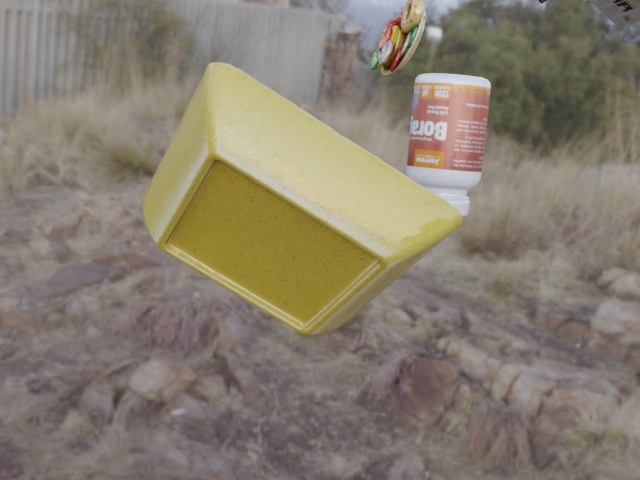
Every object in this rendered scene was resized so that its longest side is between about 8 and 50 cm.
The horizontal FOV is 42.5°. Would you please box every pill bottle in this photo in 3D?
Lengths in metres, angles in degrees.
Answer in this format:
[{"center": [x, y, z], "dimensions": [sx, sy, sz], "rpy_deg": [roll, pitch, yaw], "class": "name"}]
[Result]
[{"center": [0.200, -0.151, 1.311], "dimensions": [0.121, 0.216, 0.121], "rpy_deg": [5, 6, -1], "class": "pill bottle"}]

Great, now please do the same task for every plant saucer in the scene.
[{"center": [-0.053, -0.011, 1.003], "dimensions": [0.333, 0.333, 0.081], "rpy_deg": [31, 53, -8], "class": "plant saucer"}]

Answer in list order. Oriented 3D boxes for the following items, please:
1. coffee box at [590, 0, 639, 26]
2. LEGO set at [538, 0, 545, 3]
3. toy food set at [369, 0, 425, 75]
[{"center": [0.648, -0.511, 1.540], "dimensions": [0.098, 0.141, 0.246], "rpy_deg": [33, -16, -23], "class": "coffee box"}, {"center": [0.376, -0.393, 1.058], "dimensions": [0.060, 0.244, 0.182], "rpy_deg": [46, -22, -12], "class": "LEGO set"}, {"center": [0.080, -0.205, 0.834], "dimensions": [0.020, 0.082, 0.083], "rpy_deg": [21, -11, -20], "class": "toy food set"}]
